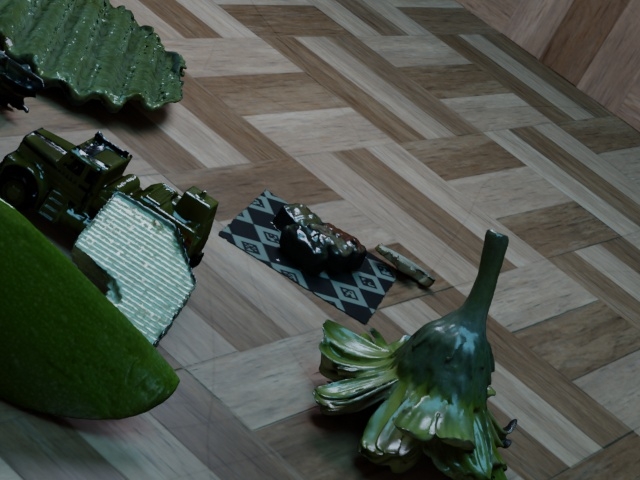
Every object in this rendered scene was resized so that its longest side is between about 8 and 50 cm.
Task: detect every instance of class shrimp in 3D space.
[{"bbox_3d":[-0.507,-0.249,2.140,0.289,0.075,0.178,38,32,16],"label":"shrimp"}]

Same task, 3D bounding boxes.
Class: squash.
[{"bbox_3d":[-0.313,0.105,1.644,0.289,0.203,0.111,51,36,-26],"label":"squash"}]

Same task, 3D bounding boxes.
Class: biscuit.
[{"bbox_3d":[-0.225,0.054,1.791,0.147,0.046,0.250,31,41,-1],"label":"biscuit"}]

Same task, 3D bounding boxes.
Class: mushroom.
[{"bbox_3d":[0.119,0.035,2.332,0.101,0.019,0.049,33,6,-11],"label":"mushroom"}]

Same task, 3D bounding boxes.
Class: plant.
[{"bbox_3d":[0.161,0.164,1.931,0.261,0.297,0.306,51,-9,-35],"label":"plant"}]

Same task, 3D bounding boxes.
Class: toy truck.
[{"bbox_3d":[-0.256,-0.049,1.955,0.257,0.127,0.127,29,24,8],"label":"toy truck"}]

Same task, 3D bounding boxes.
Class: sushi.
[{"bbox_3d":[0.000,0.000,2.245,0.231,0.047,0.219,31,23,4],"label":"sushi"}]

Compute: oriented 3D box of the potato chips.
[{"bbox_3d":[-0.363,-0.311,2.432,0.358,0.070,0.429,26,23,-13],"label":"potato chips"}]
